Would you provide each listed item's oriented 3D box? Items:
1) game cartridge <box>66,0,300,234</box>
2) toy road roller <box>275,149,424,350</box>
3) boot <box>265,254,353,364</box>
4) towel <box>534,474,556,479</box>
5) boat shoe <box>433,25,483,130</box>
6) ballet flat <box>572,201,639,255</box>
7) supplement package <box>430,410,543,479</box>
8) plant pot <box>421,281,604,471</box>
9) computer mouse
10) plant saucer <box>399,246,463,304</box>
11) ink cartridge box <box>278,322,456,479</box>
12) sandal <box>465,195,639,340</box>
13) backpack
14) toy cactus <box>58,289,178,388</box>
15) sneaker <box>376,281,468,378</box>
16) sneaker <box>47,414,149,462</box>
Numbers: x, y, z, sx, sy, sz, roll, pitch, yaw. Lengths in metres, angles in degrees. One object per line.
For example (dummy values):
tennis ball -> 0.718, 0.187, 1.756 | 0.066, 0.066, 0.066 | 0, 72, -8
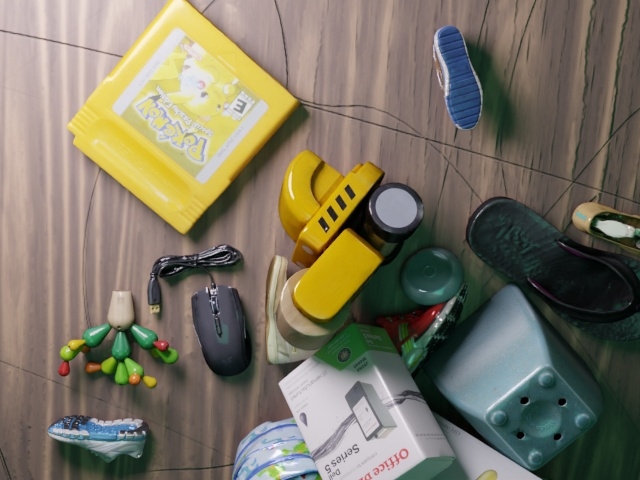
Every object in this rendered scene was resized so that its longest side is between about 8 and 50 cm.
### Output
game cartridge -> -0.245, -0.217, 1.437 | 0.285, 0.052, 0.323 | 40, 98, -11
toy road roller -> 0.000, 0.000, 1.401 | 0.240, 0.202, 0.329 | 37, 71, 6
boot -> -0.021, 0.130, 1.520 | 0.165, 0.077, 0.213 | 0, 105, -4
towel -> 0.367, 0.533, 1.541 | 0.038, 0.325, 0.248 | -28, 107, -37
boat shoe -> 0.241, -0.285, 1.435 | 0.066, 0.066, 0.183 | -12, 98, -2
ballet flat -> 0.585, -0.010, 1.515 | 0.232, 0.073, 0.080 | 13, 104, -6
supplement package -> 0.257, 0.476, 1.465 | 0.145, 0.262, 0.204 | -33, 132, -32
plant pot -> 0.366, 0.273, 1.482 | 0.248, 0.252, 0.247 | -41, 103, 7
computer mouse -> -0.229, 0.144, 1.520 | 0.184, 0.060, 0.262 | -5, 104, -2
plant saucer -> 0.203, 0.061, 1.500 | 0.119, 0.021, 0.119 | -8, 61, 16
ink cartridge box -> 0.076, 0.313, 1.420 | 0.198, 0.273, 0.115 | -42, 147, 21
sandal -> 0.473, 0.074, 1.512 | 0.446, 0.107, 0.167 | 26, 102, -9
backpack -> -0.028, 0.510, 1.542 | 0.290, 0.273, 0.355 | -17, 92, 8
toy cactus -> -0.378, 0.184, 1.511 | 0.219, 0.112, 0.180 | 2, 94, 5
sneaker -> 0.165, 0.169, 1.527 | 0.118, 0.107, 0.279 | 40, 86, 24
sneaker -> -0.431, 0.390, 1.568 | 0.191, 0.071, 0.083 | 7, 109, -4
